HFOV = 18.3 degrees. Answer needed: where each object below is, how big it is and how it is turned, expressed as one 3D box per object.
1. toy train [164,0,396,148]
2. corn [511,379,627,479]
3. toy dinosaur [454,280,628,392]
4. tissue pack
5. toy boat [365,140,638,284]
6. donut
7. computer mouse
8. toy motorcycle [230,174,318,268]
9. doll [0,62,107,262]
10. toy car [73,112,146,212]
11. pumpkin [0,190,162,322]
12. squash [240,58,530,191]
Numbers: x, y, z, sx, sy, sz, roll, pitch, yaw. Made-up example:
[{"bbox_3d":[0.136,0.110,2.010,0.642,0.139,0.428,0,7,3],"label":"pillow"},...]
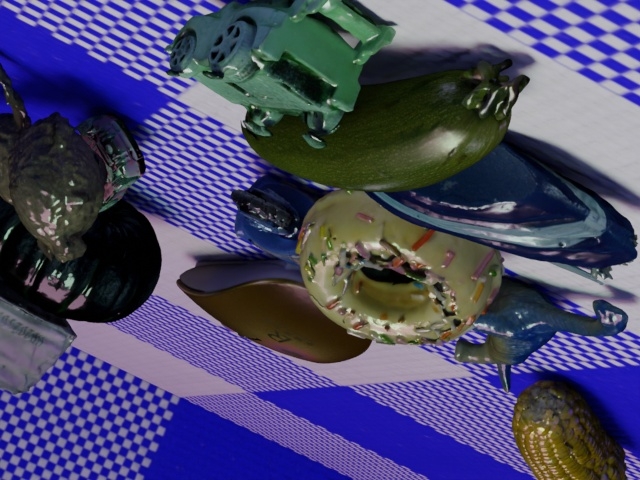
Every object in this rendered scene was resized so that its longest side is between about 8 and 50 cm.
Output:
[{"bbox_3d":[-0.029,-0.116,1.245,0.099,0.081,0.149,31,172,-31],"label":"toy train"},{"bbox_3d":[0.264,0.218,2.092,0.101,0.101,0.292,19,163,24],"label":"corn"},{"bbox_3d":[0.195,0.086,1.701,0.188,0.075,0.248,15,159,25],"label":"toy dinosaur"},{"bbox_3d":[-0.438,-0.006,2.100,0.259,0.122,0.361,36,-174,-48],"label":"tissue pack"},{"bbox_3d":[0.141,-0.004,1.435,0.220,0.067,0.291,18,170,24],"label":"toy boat"},{"bbox_3d":[0.060,0.025,1.580,0.174,0.068,0.174,14,145,10],"label":"donut"},{"bbox_3d":[-0.053,0.074,2.128,0.158,0.072,0.310,31,167,-21],"label":"computer mouse"},{"bbox_3d":[0.000,0.000,1.703,0.205,0.076,0.114,27,178,-25],"label":"toy motorcycle"},{"bbox_3d":[-0.269,-0.067,1.762,0.091,0.203,0.286,-11,175,-27],"label":"doll"},{"bbox_3d":[-0.191,-0.072,1.775,0.069,0.055,0.142,59,158,1],"label":"toy car"},{"bbox_3d":[-0.254,0.004,2.013,0.194,0.150,0.194,34,168,8],"label":"pumpkin"},{"bbox_3d":[0.030,-0.071,1.287,0.071,0.080,0.318,49,158,-24],"label":"squash"}]
